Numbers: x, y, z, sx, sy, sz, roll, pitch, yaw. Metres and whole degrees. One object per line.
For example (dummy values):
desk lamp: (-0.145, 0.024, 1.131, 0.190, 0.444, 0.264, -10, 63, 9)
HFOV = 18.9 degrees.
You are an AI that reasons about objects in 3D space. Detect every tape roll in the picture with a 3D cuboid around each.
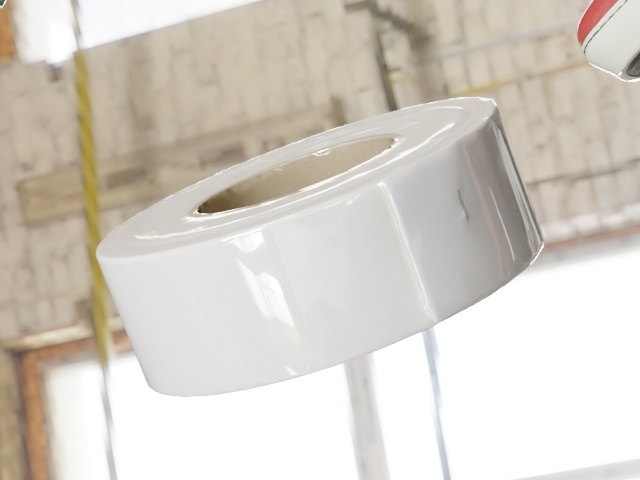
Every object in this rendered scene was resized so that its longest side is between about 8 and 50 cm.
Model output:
tape roll: (0.000, 0.000, 1.270, 0.100, 0.286, 0.286, 70, -158, -11)

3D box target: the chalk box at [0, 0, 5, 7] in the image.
chalk box: (-0.318, -0.291, 1.523, 0.132, 0.132, 0.213, 37, -171, 22)

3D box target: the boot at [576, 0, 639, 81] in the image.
boot: (0.172, -0.211, 0.922, 0.176, 0.244, 0.088, 44, -168, 16)
